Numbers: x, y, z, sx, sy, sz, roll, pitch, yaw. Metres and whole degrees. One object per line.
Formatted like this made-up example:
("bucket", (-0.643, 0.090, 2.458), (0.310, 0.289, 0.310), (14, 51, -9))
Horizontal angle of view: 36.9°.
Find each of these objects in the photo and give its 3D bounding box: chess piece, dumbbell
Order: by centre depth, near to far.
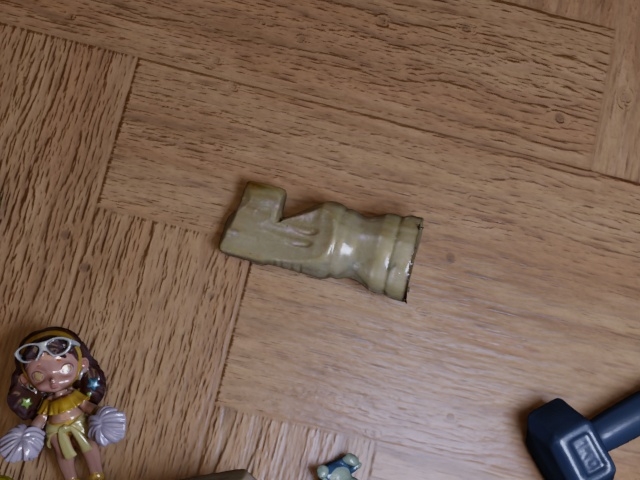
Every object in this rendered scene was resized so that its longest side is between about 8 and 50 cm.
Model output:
("dumbbell", (0.466, 0.260, 1.418), (0.316, 0.156, 0.143), (-26, 113, -9))
("chess piece", (0.000, 0.000, 1.446), (0.301, 0.137, 0.137), (11, 79, 8))

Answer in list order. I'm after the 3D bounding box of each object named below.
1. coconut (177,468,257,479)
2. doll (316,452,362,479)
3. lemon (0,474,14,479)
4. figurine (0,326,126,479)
("coconut", (-0.159, 0.443, 1.252), (0.329, 0.329, 0.328), (1, 80, -5))
("doll", (0.034, 0.359, 1.408), (0.076, 0.050, 0.083), (-21, 80, -27))
("lemon", (-0.477, 0.404, 1.289), (0.193, 0.180, 0.180), (-40, 85, 14))
("figurine", (-0.364, 0.241, 1.360), (0.175, 0.116, 0.240), (-14, 87, -5))
